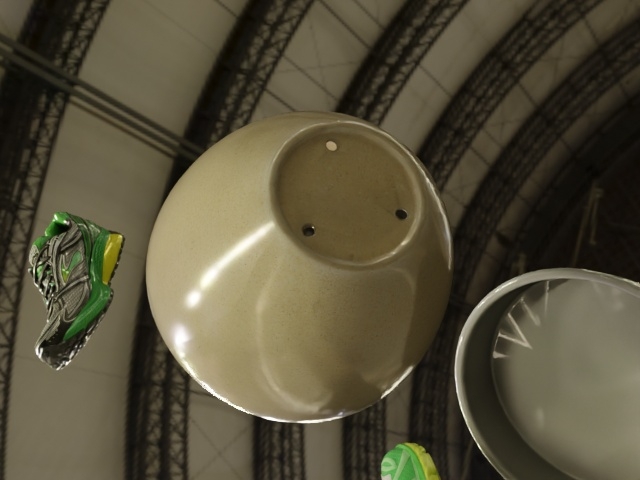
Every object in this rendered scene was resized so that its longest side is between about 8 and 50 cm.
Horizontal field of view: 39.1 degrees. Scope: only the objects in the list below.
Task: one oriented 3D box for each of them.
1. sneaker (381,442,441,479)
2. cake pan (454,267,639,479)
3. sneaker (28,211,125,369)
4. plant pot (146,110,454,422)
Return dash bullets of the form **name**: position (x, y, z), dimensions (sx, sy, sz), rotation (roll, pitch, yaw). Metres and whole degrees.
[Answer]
- **sneaker**: position (0.079, 0.320, 0.949), dimensions (0.295, 0.124, 0.109), rotation (-88, -13, -64)
- **cake pan**: position (0.281, 0.160, 0.935), dimensions (0.054, 0.293, 0.293), rotation (-27, -57, -49)
- **sneaker**: position (-0.436, 0.080, 1.521), dimensions (0.146, 0.343, 0.134), rotation (28, -63, -22)
- **plant pot**: position (0.000, 0.000, 0.779), dimensions (0.284, 0.284, 0.191), rotation (-58, 1, -26)
